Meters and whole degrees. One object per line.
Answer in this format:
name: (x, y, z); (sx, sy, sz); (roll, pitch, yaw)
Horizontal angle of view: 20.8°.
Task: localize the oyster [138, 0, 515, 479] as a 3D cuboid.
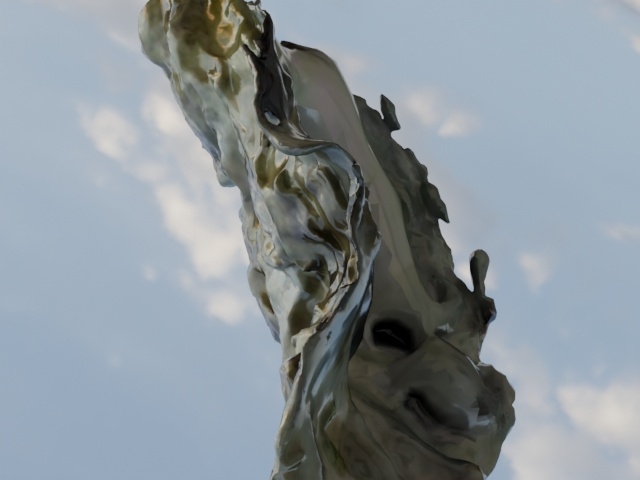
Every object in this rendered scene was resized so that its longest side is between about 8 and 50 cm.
oyster: (-0.001, 0.001, 0.896); (0.351, 0.115, 0.238); (62, -167, 23)
